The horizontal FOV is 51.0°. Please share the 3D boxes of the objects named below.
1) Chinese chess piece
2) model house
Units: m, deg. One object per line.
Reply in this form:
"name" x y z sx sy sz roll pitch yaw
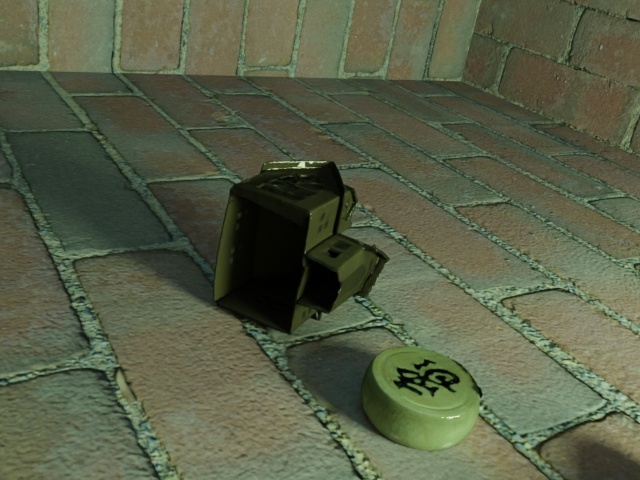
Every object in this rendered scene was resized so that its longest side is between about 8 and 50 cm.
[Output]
"Chinese chess piece" 0.121 0.187 0.814 0.144 0.059 0.144 9 25 -4
"model house" 0.000 0.000 0.978 0.204 0.212 0.243 23 28 21
